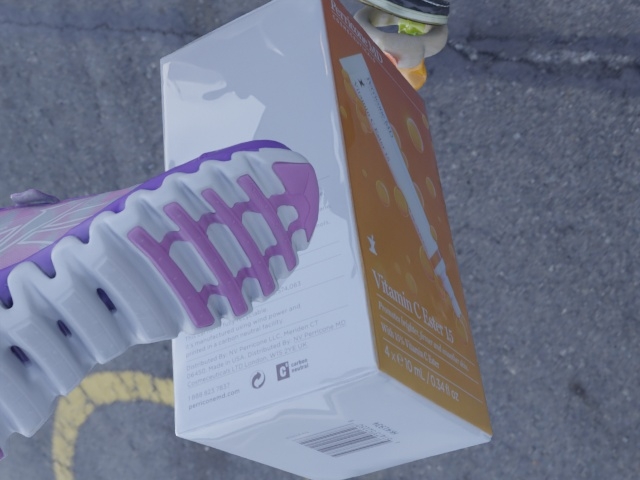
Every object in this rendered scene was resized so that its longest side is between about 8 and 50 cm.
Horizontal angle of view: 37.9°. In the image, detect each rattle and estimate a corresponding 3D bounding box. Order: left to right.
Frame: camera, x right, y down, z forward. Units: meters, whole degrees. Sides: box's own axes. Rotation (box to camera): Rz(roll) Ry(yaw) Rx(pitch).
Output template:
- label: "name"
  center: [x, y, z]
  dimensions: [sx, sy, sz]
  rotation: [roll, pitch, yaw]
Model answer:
- label: "rattle"
  center: [0.087, -0.219, 1.196]
  dimensions: [0.130, 0.200, 0.143]
  rotation: [21, 129, -8]

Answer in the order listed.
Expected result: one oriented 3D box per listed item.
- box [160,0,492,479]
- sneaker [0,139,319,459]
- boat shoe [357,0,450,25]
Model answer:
- label: "box"
  center: [0.000, 0.000, 0.782]
  dimensions: [0.168, 0.345, 0.215]
  rotation: [-21, 149, 23]
- label: "sneaker"
  center: [-0.115, 0.009, 0.460]
  dimensions: [0.104, 0.236, 0.095]
  rotation: [49, 165, 46]
- label: "boat shoe"
  center: [0.063, -0.334, 1.163]
  dimensions: [0.223, 0.080, 0.073]
  rotation: [22, 110, 4]
